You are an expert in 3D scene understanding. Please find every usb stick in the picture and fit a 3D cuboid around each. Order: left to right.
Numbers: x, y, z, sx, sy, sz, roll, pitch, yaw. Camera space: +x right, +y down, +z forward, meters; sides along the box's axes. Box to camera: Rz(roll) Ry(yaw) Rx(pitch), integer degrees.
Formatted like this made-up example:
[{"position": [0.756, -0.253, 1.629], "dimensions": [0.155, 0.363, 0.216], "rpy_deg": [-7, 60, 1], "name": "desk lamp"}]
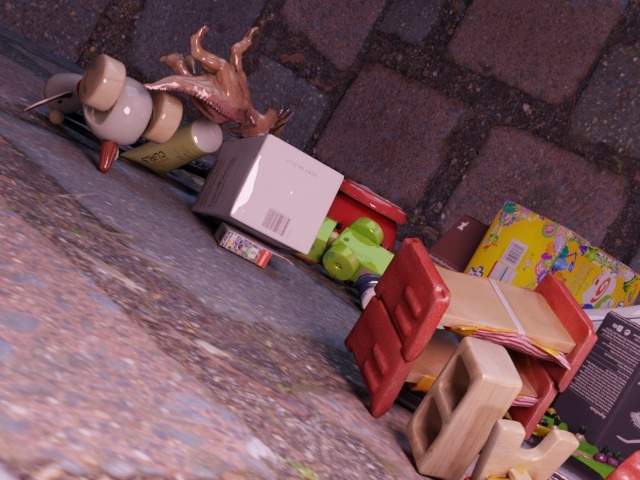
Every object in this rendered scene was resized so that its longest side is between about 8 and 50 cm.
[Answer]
[{"position": [0.187, 0.213, 0.992], "dimensions": [0.278, 0.045, 0.077], "rpy_deg": [31, 14, 7], "name": "usb stick"}]

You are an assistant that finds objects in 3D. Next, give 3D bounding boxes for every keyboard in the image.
[{"position": [-0.352, -0.192, 1.734], "dimensions": [0.317, 0.033, 0.201], "rpy_deg": [25, -3, -4], "name": "keyboard"}]

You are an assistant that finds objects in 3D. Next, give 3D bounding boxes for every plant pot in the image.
[{"position": [0.066, -0.022, 1.822], "dimensions": [0.191, 0.174, 0.191], "rpy_deg": [28, 4, -2], "name": "plant pot"}]

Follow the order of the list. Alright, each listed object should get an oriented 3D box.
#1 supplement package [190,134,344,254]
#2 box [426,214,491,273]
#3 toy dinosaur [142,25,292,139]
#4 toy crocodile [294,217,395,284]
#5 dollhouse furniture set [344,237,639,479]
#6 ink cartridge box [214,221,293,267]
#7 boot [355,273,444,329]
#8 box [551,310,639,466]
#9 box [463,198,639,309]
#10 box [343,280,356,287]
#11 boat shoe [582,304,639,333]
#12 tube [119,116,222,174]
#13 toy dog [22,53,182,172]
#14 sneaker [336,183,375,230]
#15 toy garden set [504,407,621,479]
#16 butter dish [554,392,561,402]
[{"position": [-0.090, -0.072, 1.405], "dimensions": [0.139, 0.134, 0.244], "rpy_deg": [28, -7, -20], "name": "supplement package"}, {"position": [0.332, 0.092, 1.854], "dimensions": [0.168, 0.167, 0.203], "rpy_deg": [35, -15, 51], "name": "box"}, {"position": [-0.147, -0.223, 1.424], "dimensions": [0.200, 0.127, 0.295], "rpy_deg": [66, 24, 0], "name": "toy dinosaur"}, {"position": [0.000, 0.000, 1.620], "dimensions": [0.340, 0.105, 0.115], "rpy_deg": [27, 47, 10], "name": "toy crocodile"}, {"position": [0.177, 0.171, 0.828], "dimensions": [0.201, 0.152, 0.374], "rpy_deg": [15, 29, -23], "name": "dollhouse furniture set"}, {"position": [-0.101, 0.015, 1.355], "dimensions": [0.115, 0.029, 0.063], "rpy_deg": [29, 5, -19], "name": "ink cartridge box"}, {"position": [0.153, 0.102, 1.509], "dimensions": [0.190, 0.069, 0.086], "rpy_deg": [17, 21, -15], "name": "boot"}, {"position": [0.456, 0.235, 1.335], "dimensions": [0.153, 0.207, 0.108], "rpy_deg": [27, 6, -31], "name": "box"}, {"position": [0.415, 0.123, 1.699], "dimensions": [0.279, 0.290, 0.177], "rpy_deg": [26, 6, -38], "name": "box"}, {"position": [0.086, 0.061, 1.703], "dimensions": [0.018, 0.067, 0.083], "rpy_deg": [34, 6, 34], "name": "box"}, {"position": [0.440, 0.210, 1.471], "dimensions": [0.367, 0.136, 0.156], "rpy_deg": [-6, 45, 1], "name": "boat shoe"}, {"position": [-0.258, -0.156, 1.573], "dimensions": [0.240, 0.062, 0.070], "rpy_deg": [-13, -74, 50], "name": "tube"}, {"position": [-0.364, -0.192, 1.458], "dimensions": [0.220, 0.161, 0.333], "rpy_deg": [25, -8, -19], "name": "toy dog"}, {"position": [0.079, -0.039, 2.040], "dimensions": [0.153, 0.101, 0.268], "rpy_deg": [34, -26, -24], "name": "sneaker"}, {"position": [0.289, 0.236, 1.239], "dimensions": [0.203, 0.049, 0.244], "rpy_deg": [24, 8, -31], "name": "toy garden set"}, {"position": [0.480, 0.258, 1.574], "dimensions": [0.160, 0.118, 0.160], "rpy_deg": [27, 27, -34], "name": "butter dish"}]
